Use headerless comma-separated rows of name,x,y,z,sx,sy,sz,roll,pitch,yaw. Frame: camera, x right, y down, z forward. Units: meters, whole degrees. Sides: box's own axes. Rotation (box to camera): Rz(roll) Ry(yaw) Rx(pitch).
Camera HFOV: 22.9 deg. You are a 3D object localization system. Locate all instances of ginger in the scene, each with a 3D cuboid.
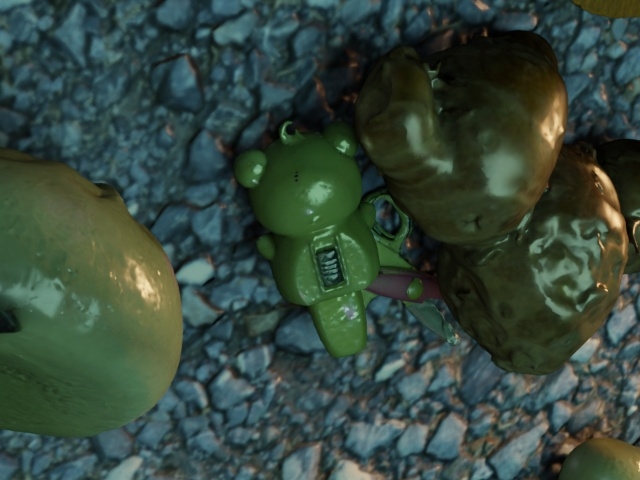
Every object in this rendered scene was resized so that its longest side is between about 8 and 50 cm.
ginger,0.160,-0.047,1.335,0.375,0.176,0.256,40,73,-39

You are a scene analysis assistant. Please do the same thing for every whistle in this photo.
whistle,0.000,0.000,1.301,0.105,0.085,0.227,-18,122,-4

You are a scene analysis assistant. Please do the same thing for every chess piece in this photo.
chess piece,0.270,0.324,1.634,0.144,0.144,0.251,18,99,-38

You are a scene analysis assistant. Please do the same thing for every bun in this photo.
bun,-0.225,0.017,1.091,0.283,0.283,0.179,34,56,-40

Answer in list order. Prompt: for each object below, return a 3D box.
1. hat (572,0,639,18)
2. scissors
hat,0.352,-0.260,1.287,0.244,0.233,0.233,-27,126,-19
scissors,0.078,0.038,1.417,0.187,0.020,0.133,29,94,-38
